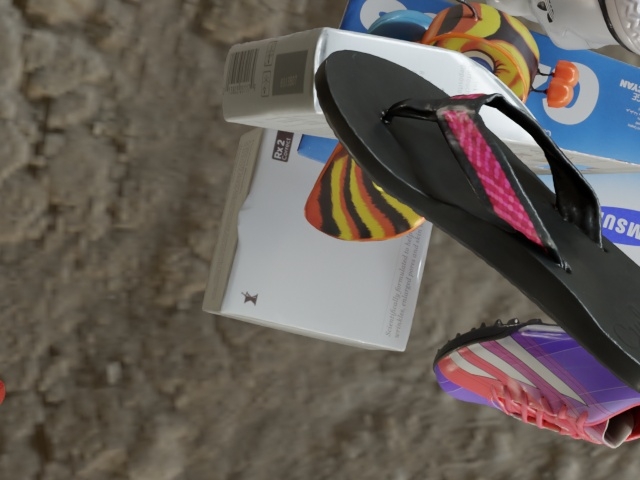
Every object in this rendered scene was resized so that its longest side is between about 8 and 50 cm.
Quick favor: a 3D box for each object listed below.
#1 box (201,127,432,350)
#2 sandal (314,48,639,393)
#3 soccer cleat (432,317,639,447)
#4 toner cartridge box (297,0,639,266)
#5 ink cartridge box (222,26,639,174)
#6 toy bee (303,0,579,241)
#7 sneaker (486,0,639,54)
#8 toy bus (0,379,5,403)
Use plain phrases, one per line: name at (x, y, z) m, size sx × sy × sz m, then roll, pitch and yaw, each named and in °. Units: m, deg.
box at (0.000, 0.000, 1.745) m, size 0.182 × 0.119 × 0.181 m, roll 14°, pitch 86°, yaw -12°
sandal at (0.075, -0.017, 0.674) m, size 0.179 × 0.067 × 0.040 m, roll 41°, pitch 129°, yaw 12°
soccer cleat at (0.225, 0.132, 1.666) m, size 0.318 × 0.108 × 0.116 m, roll -10°, pitch 67°, yaw 42°
toner cartridge box at (0.168, -0.093, 1.572) m, size 0.348 × 0.075 × 0.165 m, roll 18°, pitch 94°, yaw -1°
ink cartridge box at (0.074, -0.083, 1.150) m, size 0.232 × 0.189 × 0.066 m, roll 4°, pitch 90°, yaw -19°
toy bee at (0.093, -0.102, 1.336) m, size 0.162 × 0.298 × 0.195 m, roll 22°, pitch 59°, yaw 5°
sneaker at (0.303, -0.251, 1.479) m, size 0.210 × 0.366 × 0.137 m, roll 10°, pitch 124°, yaw 53°
toy bus at (-0.347, 0.124, 1.335) m, size 0.202 × 0.191 × 0.104 m, roll -26°, pitch 92°, yaw 43°
